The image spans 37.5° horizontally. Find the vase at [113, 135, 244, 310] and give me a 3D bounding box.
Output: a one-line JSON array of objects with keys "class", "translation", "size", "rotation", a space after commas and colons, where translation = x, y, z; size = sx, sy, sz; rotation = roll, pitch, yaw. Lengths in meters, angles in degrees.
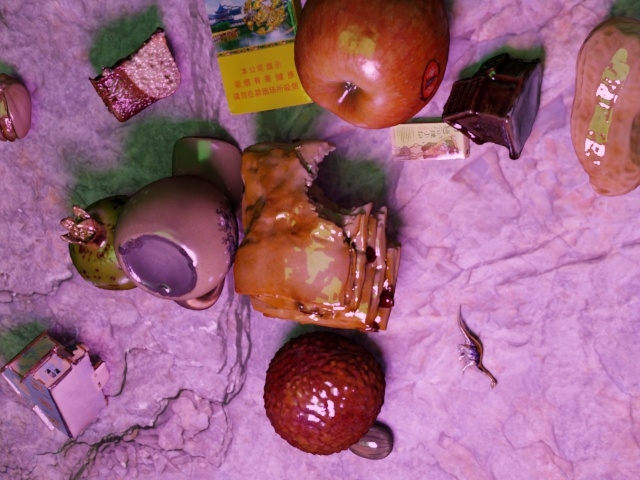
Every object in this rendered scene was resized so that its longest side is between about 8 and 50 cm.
[{"class": "vase", "translation": [-0.258, -0.005, 1.911], "size": [0.241, 0.302, 0.329], "rotation": [1, 128, 17]}]

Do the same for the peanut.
[{"class": "peanut", "translation": [0.496, -0.220, 1.586], "size": [0.147, 0.147, 0.305], "rotation": [10, 111, 19]}]

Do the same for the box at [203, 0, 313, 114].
[{"class": "box", "translation": [-0.123, -0.420, 1.819], "size": [0.187, 0.047, 0.334], "rotation": [-6, 105, 24]}]

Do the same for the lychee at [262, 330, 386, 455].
[{"class": "lychee", "translation": [0.002, 0.308, 1.915], "size": [0.261, 0.260, 0.260], "rotation": [7, 110, 20]}]

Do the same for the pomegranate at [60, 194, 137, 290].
[{"class": "pomegranate", "translation": [-0.442, 0.002, 1.986], "size": [0.211, 0.263, 0.210], "rotation": [-4, 79, 22]}]

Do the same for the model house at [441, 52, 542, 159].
[{"class": "model house", "translation": [0.305, -0.251, 1.684], "size": [0.152, 0.106, 0.165], "rotation": [18, 78, 28]}]

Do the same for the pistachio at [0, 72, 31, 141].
[{"class": "pistachio", "translation": [-0.686, -0.288, 2.065], "size": [0.113, 0.113, 0.149], "rotation": [13, 118, 18]}]

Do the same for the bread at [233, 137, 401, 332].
[{"class": "bread", "translation": [-0.021, -0.005, 1.783], "size": [0.314, 0.191, 0.369], "rotation": [4, 101, 28]}]

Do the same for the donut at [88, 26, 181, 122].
[{"class": "donut", "translation": [-0.370, -0.332, 1.919], "size": [0.187, 0.144, 0.126], "rotation": [-31, 102, -3]}]

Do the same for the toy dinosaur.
[{"class": "toy dinosaur", "translation": [0.293, 0.221, 1.879], "size": [0.058, 0.037, 0.180], "rotation": [-24, 106, 4]}]

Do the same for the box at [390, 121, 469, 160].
[{"class": "box", "translation": [0.205, -0.187, 1.780], "size": [0.149, 0.020, 0.073], "rotation": [0, 107, 22]}]

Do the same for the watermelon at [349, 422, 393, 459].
[{"class": "watermelon", "translation": [0.101, 0.425, 2.004], "size": [0.111, 0.078, 0.078], "rotation": [12, 112, 20]}]

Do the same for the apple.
[{"class": "apple", "translation": [0.082, -0.329, 1.634], "size": [0.278, 0.250, 0.309], "rotation": [1, 126, 21]}]

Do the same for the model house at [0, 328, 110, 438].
[{"class": "model house", "translation": [-0.625, 0.306, 2.201], "size": [0.207, 0.178, 0.271], "rotation": [27, 149, 23]}]
